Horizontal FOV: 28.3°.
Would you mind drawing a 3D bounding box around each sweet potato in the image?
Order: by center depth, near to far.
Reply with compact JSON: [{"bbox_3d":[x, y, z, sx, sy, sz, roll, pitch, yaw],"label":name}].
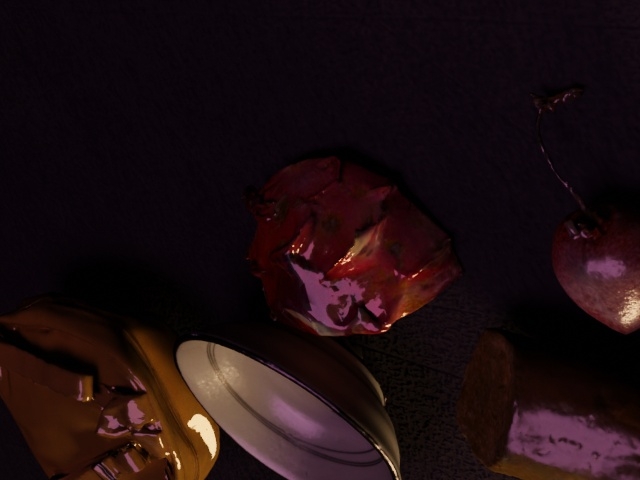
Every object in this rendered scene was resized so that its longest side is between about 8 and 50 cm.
[{"bbox_3d":[0.292,0.190,1.193,0.369,0.158,0.158,17,135,23],"label":"sweet potato"}]

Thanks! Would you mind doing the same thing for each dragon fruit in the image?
[{"bbox_3d":[-0.008,0.002,1.314,0.274,0.126,0.161,5,127,41],"label":"dragon fruit"}]

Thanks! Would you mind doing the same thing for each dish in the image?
[{"bbox_3d":[-0.020,0.180,1.487,0.316,0.106,0.316,28,151,17],"label":"dish"}]

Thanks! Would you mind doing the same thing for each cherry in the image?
[{"bbox_3d":[0.242,-0.023,1.090,0.107,0.090,0.226,8,121,55],"label":"cherry"}]

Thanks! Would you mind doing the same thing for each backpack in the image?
[{"bbox_3d":[-0.281,0.218,1.718,0.378,0.201,0.354,5,126,45],"label":"backpack"}]

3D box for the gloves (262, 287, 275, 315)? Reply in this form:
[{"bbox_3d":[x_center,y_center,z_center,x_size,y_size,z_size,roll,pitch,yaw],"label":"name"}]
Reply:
[{"bbox_3d":[-0.045,0.074,1.493,0.044,0.037,0.081,10,151,13],"label":"gloves"}]
